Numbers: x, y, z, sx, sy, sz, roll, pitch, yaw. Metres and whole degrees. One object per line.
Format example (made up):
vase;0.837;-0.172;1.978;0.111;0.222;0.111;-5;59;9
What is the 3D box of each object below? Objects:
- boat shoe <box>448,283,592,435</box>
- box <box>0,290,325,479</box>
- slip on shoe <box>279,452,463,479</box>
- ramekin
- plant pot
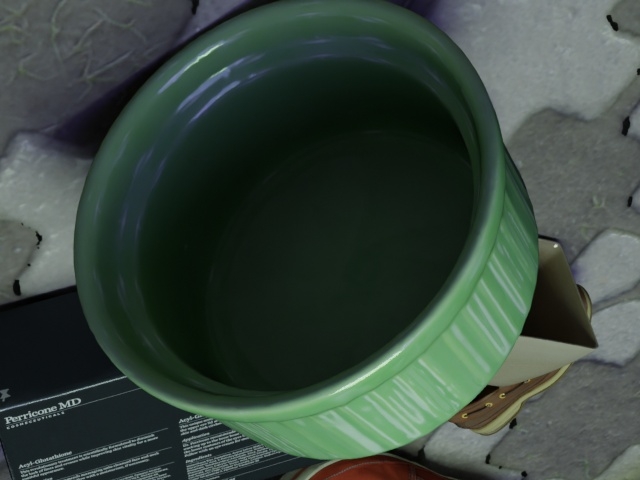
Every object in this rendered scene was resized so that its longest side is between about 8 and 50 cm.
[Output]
boat shoe;0.168;0.104;1.551;0.060;0.064;0.178;14;128;-37
box;-0.125;0.118;1.399;0.261;0.103;0.184;-15;141;-11
slip on shoe;0.081;0.265;1.619;0.331;0.101;0.123;16;95;-40
ramekin;0.000;0.000;1.201;0.303;0.303;0.148;-32;145;8
plant pot;0.146;0.064;1.474;0.109;0.109;0.096;11;139;-36
